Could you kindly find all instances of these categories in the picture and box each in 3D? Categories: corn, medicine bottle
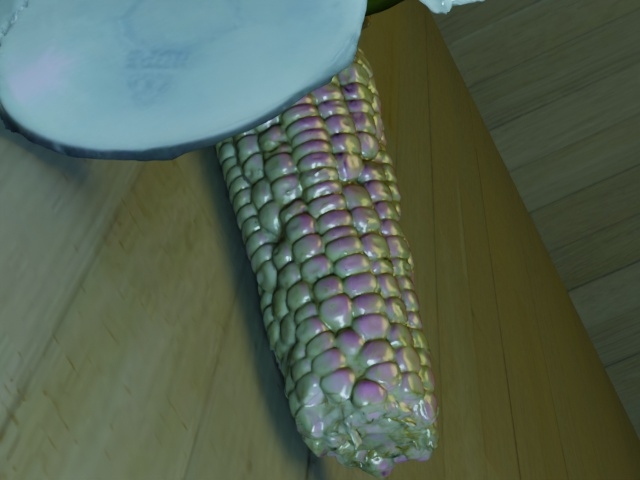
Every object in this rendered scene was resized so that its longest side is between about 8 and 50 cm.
[{"bbox_3d":[0.003,0.000,0.977,0.126,0.127,0.335,46,28,-56],"label":"corn"},{"bbox_3d":[-0.113,-0.227,0.743,0.190,0.190,0.332,41,26,-61],"label":"medicine bottle"}]

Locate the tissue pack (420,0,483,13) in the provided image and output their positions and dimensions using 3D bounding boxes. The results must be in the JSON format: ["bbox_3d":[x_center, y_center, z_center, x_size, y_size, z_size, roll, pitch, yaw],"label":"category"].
[{"bbox_3d":[0.039,-0.321,0.666,0.356,0.194,0.266,57,16,-22],"label":"tissue pack"}]

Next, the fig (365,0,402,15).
[{"bbox_3d":[-0.014,-0.284,0.977,0.316,0.316,0.316,59,14,-25],"label":"fig"}]

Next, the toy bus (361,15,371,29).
[{"bbox_3d":[-0.002,-0.298,1.552,0.182,0.091,0.103,-97,160,-49],"label":"toy bus"}]
